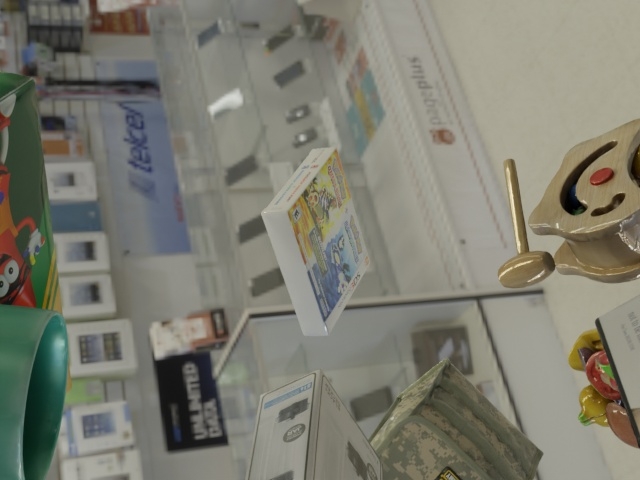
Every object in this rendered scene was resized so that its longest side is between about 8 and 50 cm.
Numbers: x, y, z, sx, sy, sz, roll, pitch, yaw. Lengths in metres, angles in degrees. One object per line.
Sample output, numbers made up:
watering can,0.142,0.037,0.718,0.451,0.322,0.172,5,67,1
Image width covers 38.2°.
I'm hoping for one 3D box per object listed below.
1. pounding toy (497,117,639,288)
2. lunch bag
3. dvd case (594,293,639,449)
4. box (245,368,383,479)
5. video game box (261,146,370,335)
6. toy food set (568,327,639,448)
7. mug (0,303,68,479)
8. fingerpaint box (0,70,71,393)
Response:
pounding toy,0.308,-0.054,1.032,0.154,0.269,0.155,-11,123,47
lunch bag,0.187,0.360,1.429,0.235,0.287,0.169,44,127,1
dvd case,0.300,0.032,0.579,0.022,0.253,0.180,53,-162,-12
box,-0.005,0.296,1.002,0.169,0.087,0.290,58,-164,-23
video game box,0.000,0.000,1.307,0.187,0.048,0.205,-59,-42,-51
toy food set,0.295,0.153,0.911,0.128,0.071,0.218,52,171,8
mug,-0.242,0.119,0.654,0.129,0.097,0.157,-90,7,-57
fingerpaint box,-0.483,-0.006,0.879,0.163,0.445,0.371,-55,-24,-50
